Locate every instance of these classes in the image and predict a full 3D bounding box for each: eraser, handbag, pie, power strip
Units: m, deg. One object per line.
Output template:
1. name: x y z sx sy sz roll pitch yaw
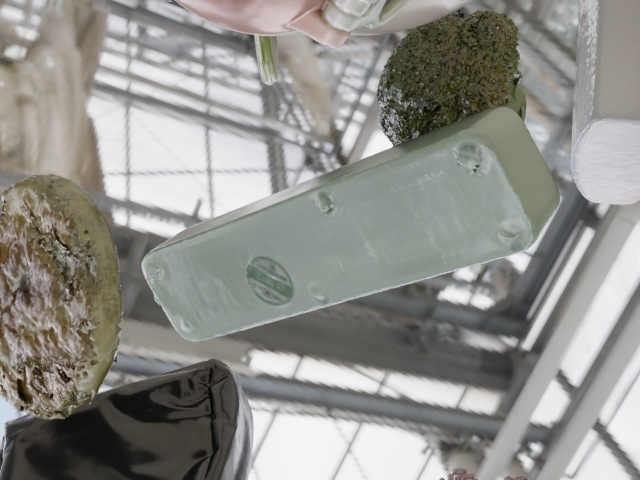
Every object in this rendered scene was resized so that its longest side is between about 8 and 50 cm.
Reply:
1. eraser: 0.306 -0.193 1.216 0.094 0.270 0.174 2 156 12
2. handbag: -0.218 0.302 1.380 0.302 0.178 0.275 -17 -139 9
3. pie: -0.304 0.061 1.299 0.055 0.274 0.274 -3 -146 -48
4. power strip: 0.000 0.000 0.912 0.062 0.385 0.091 -42 -73 -46

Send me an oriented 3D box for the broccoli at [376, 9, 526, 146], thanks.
1. broccoli: 0.103 -0.112 0.912 0.120 0.131 0.130 2 175 -33

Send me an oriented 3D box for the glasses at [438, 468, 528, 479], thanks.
1. glasses: 0.216 0.379 1.547 0.255 0.162 0.095 11 174 -39

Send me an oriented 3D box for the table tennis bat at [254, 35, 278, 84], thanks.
1. table tennis bat: -0.075 -0.337 1.318 0.054 0.369 0.224 -5 -133 0

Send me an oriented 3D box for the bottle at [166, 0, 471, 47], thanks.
1. bottle: -0.001 -0.156 0.527 0.147 0.147 0.236 30 -154 13
